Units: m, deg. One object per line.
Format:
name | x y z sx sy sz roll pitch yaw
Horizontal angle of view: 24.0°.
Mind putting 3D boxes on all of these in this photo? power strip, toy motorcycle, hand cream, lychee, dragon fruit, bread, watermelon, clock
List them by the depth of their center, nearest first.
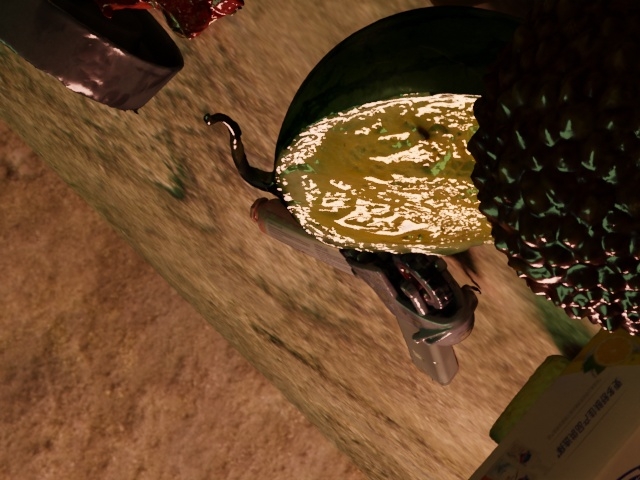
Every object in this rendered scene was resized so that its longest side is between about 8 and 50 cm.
lychee | 0.159 -0.039 0.731 0.188 0.188 0.188 42 167 12
watermelon | 0.072 -0.073 0.915 0.232 0.127 0.204 -3 155 17
dragon fruit | -0.131 -0.244 1.287 0.192 0.122 0.092 33 -157 30
bread | 0.225 0.174 1.347 0.129 0.114 0.111 45 174 12
clock | -0.265 -0.238 1.407 0.312 0.061 0.312 38 -167 -10
toy motorcycle | 0.082 0.032 1.426 0.122 0.080 0.215 53 170 -24
power strip | 0.111 0.098 1.646 0.060 0.027 0.253 37 165 28
hand cream | 0.000 0.000 1.667 0.209 0.043 0.067 28 155 39

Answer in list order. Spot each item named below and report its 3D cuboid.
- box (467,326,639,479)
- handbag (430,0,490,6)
box | 0.206 0.214 1.181 0.097 0.265 0.168 27 157 49
handbag | 0.080 -0.169 0.897 0.061 0.027 0.083 48 165 -15
